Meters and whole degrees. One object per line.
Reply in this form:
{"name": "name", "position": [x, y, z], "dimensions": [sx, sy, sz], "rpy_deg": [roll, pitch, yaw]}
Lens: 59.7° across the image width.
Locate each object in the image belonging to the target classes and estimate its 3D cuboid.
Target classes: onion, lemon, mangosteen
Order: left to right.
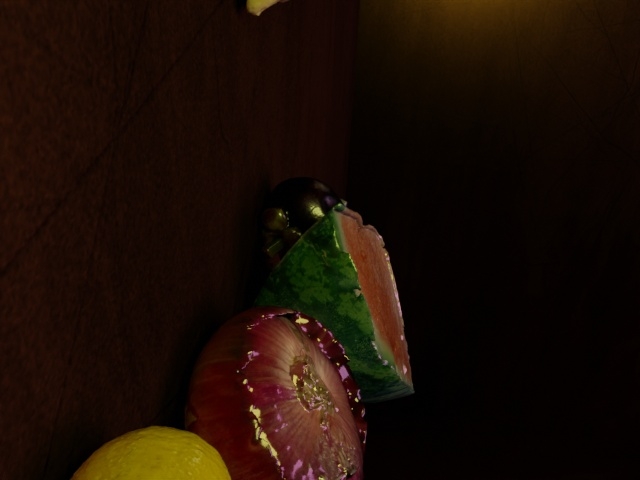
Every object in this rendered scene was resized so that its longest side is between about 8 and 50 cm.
{"name": "lemon", "position": [-0.106, 0.173, 0.340], "dimensions": [0.133, 0.109, 0.109], "rpy_deg": [-93, -174, -64]}
{"name": "onion", "position": [-0.045, 0.189, 0.598], "dimensions": [0.161, 0.248, 0.248], "rpy_deg": [-49, -171, 23]}
{"name": "mangosteen", "position": [-0.033, -0.022, 0.838], "dimensions": [0.151, 0.137, 0.137], "rpy_deg": [-41, 147, -36]}

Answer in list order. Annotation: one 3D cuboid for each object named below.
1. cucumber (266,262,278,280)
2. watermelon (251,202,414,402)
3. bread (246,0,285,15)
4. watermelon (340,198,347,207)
{"name": "cucumber", "position": [-0.080, 0.105, 0.927], "dimensions": [0.034, 0.033, 0.134], "rpy_deg": [17, -79, 62]}
{"name": "watermelon", "position": [0.048, 0.143, 0.817], "dimensions": [0.319, 0.222, 0.292], "rpy_deg": [-52, 160, 13]}
{"name": "bread", "position": [-0.022, -0.358, 0.653], "dimensions": [0.266, 0.142, 0.178], "rpy_deg": [-72, -178, -58]}
{"name": "watermelon", "position": [0.000, 0.000, 1.425], "dimensions": [0.241, 0.095, 0.154], "rpy_deg": [91, 15, -64]}
